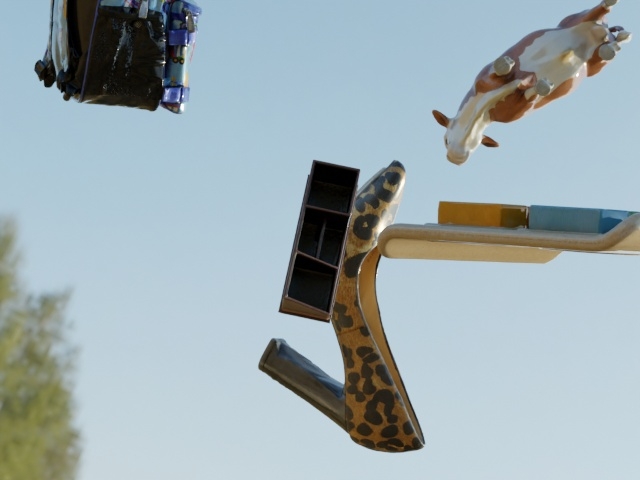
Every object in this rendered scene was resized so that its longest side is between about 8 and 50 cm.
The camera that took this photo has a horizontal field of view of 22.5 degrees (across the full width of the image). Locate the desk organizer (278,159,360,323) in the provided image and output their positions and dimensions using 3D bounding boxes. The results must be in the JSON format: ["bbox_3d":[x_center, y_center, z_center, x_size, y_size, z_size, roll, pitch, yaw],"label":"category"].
[{"bbox_3d":[0.000,0.000,1.393,0.047,0.130,0.050,12,-16,-1],"label":"desk organizer"}]

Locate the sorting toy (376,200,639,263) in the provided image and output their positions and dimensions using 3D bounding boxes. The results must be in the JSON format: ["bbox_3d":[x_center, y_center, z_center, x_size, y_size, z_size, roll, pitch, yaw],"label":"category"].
[{"bbox_3d":[0.172,-0.006,1.042,0.193,0.038,0.208,2,-3,-43],"label":"sorting toy"}]

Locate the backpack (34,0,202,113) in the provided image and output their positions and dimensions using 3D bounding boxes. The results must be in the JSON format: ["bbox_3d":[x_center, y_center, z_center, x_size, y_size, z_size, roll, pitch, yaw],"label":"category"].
[{"bbox_3d":[-0.164,-0.200,1.329,0.117,0.173,0.158,5,8,-18],"label":"backpack"}]

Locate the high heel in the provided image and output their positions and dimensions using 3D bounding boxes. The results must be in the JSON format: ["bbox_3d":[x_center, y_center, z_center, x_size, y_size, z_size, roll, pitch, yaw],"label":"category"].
[{"bbox_3d":[0.072,0.069,1.564,0.186,0.261,0.093,33,16,18],"label":"high heel"}]

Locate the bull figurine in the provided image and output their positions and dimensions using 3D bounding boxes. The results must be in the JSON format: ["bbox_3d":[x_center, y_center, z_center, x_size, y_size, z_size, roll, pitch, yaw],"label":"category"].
[{"bbox_3d":[0.286,-0.221,2.154,0.101,0.310,0.188,53,-12,0],"label":"bull figurine"}]
